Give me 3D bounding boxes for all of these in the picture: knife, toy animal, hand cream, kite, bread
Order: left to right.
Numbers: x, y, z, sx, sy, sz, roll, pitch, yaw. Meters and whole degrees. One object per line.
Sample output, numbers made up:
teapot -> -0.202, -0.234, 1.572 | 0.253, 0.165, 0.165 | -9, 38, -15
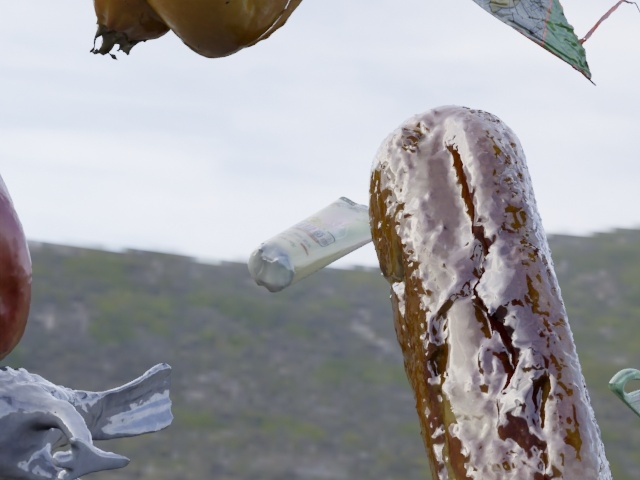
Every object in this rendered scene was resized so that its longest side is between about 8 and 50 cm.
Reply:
toy animal -> -0.198, 0.128, 1.227 | 0.367, 0.081, 0.206 | 3, 13, -40
hand cream -> 0.000, 0.000, 1.456 | 0.061, 0.039, 0.143 | 25, 36, 28
bread -> 0.083, 0.081, 0.831 | 0.084, 0.344, 0.124 | -15, -36, 6
kite -> 0.177, -0.210, 1.315 | 0.006, 0.198, 0.244 | -10, 17, 47
knife -> 0.242, 0.131, 1.150 | 0.207, 0.030, 0.014 | 36, -11, -35

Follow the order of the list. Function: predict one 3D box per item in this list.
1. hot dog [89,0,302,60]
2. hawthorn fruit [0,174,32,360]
hot dog -> -0.004, -0.171, 0.549 | 0.072, 0.269, 0.109 | 25, 14, 6
hawthorn fruit -> -0.305, 0.035, 1.402 | 0.189, 0.251, 0.189 | -18, 18, 6
